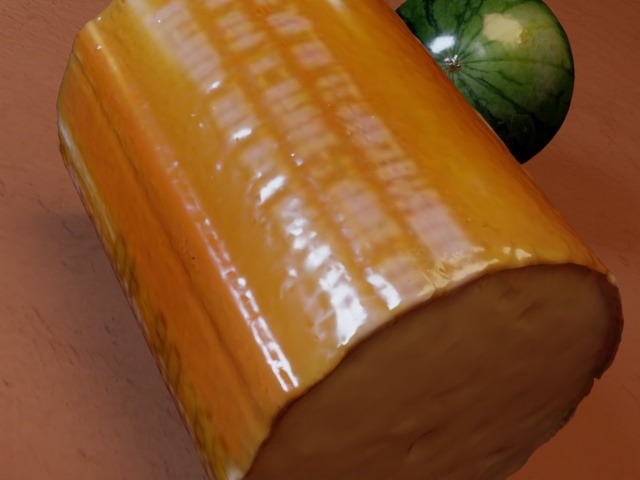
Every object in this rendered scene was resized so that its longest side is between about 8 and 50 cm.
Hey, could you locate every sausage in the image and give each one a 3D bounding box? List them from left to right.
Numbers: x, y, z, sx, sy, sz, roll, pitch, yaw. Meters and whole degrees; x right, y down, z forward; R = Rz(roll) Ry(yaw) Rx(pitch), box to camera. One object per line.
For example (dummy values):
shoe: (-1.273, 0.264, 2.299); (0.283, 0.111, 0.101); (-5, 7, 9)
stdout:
sausage: (0.000, 0.000, 0.637); (0.233, 0.233, 0.287); (7, 40, -40)

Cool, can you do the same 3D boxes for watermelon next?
watermelon: (0.143, -0.149, 1.048); (0.188, 0.188, 0.214); (43, 12, 14)
